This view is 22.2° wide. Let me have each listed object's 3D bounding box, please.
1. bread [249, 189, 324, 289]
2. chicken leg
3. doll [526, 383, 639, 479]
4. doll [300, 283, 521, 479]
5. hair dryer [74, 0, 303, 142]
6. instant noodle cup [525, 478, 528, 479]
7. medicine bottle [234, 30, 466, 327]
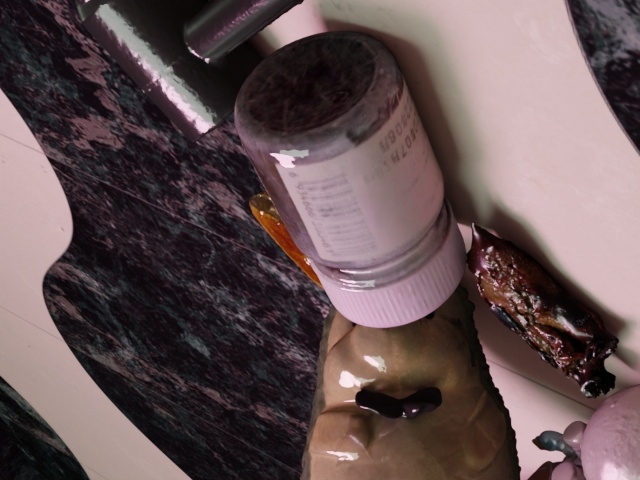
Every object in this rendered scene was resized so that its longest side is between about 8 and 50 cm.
[{"bbox_3d":[-0.002,0.010,1.884,0.154,0.054,0.136,27,153,41],"label":"bread"},{"bbox_3d":[0.221,0.069,1.634,0.234,0.063,0.105,44,152,-5],"label":"chicken leg"},{"bbox_3d":[0.297,0.250,1.687,0.151,0.151,0.287,41,143,-1],"label":"doll"},{"bbox_3d":[0.094,0.193,1.730,0.247,0.350,0.247,-1,161,0],"label":"doll"},{"bbox_3d":[-0.122,-0.249,1.573,0.244,0.116,0.302,46,145,-13],"label":"hair dryer"},{"bbox_3d":[0.290,0.425,1.977,0.178,0.240,0.240,38,159,-20],"label":"instant noodle cup"},{"bbox_3d":[0.035,-0.055,1.573,0.165,0.165,0.273,22,152,37],"label":"medicine bottle"}]
